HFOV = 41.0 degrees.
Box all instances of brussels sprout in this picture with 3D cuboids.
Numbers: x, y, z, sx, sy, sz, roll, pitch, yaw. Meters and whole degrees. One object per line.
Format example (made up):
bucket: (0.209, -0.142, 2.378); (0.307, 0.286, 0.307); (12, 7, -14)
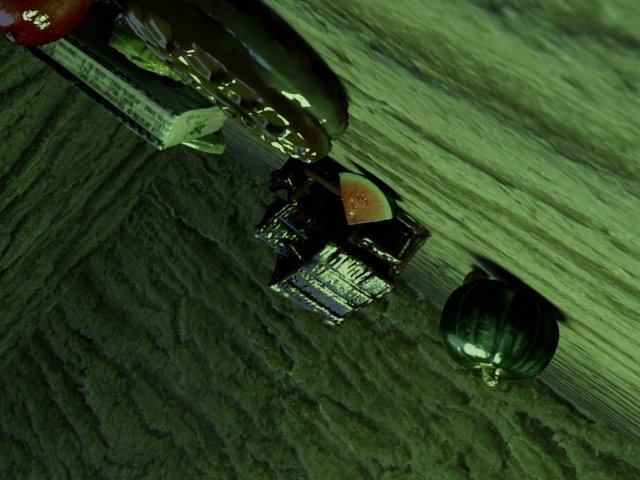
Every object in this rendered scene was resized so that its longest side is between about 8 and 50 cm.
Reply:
brussels sprout: (-0.313, -0.367, 1.607); (0.181, 0.100, 0.139); (25, -178, 2)

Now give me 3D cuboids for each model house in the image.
model house: (0.000, 0.000, 1.742); (0.317, 0.282, 0.297); (37, 179, -11)

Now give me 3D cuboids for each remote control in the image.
remote control: (-0.287, -0.285, 1.876); (0.124, 0.038, 0.285); (12, -145, -30)

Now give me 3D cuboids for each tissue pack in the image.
tissue pack: (-0.372, -0.337, 1.719); (0.361, 0.122, 0.259); (36, -151, 9)

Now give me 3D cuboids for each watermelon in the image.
watermelon: (0.076, -0.070, 1.555); (0.135, 0.094, 0.125); (42, -174, -5)

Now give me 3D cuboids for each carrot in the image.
carrot: (0.318, 0.091, 1.745); (0.049, 0.049, 0.254); (37, -178, 13)

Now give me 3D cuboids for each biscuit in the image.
biscuit: (-0.105, -0.222, 1.095); (0.332, 0.103, 0.332); (38, 177, 2)

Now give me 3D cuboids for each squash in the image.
squash: (0.311, 0.160, 1.501); (0.218, 0.172, 0.218); (36, 180, 0)

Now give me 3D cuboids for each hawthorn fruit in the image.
hawthorn fruit: (-0.526, -0.435, 1.498); (0.210, 0.265, 0.230); (2, 153, 44)
